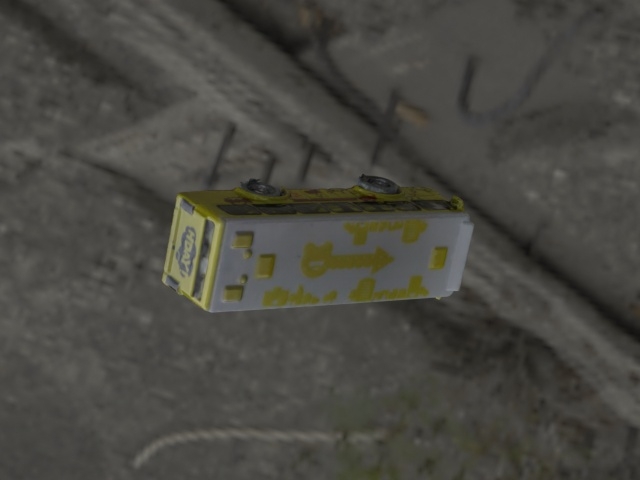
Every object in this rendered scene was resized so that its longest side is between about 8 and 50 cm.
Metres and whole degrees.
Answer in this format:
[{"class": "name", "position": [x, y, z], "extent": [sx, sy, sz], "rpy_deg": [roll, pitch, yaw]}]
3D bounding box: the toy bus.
[{"class": "toy bus", "position": [0.000, 0.000, 1.225], "extent": [0.226, 0.081, 0.074], "rpy_deg": [0, -160, -36]}]
